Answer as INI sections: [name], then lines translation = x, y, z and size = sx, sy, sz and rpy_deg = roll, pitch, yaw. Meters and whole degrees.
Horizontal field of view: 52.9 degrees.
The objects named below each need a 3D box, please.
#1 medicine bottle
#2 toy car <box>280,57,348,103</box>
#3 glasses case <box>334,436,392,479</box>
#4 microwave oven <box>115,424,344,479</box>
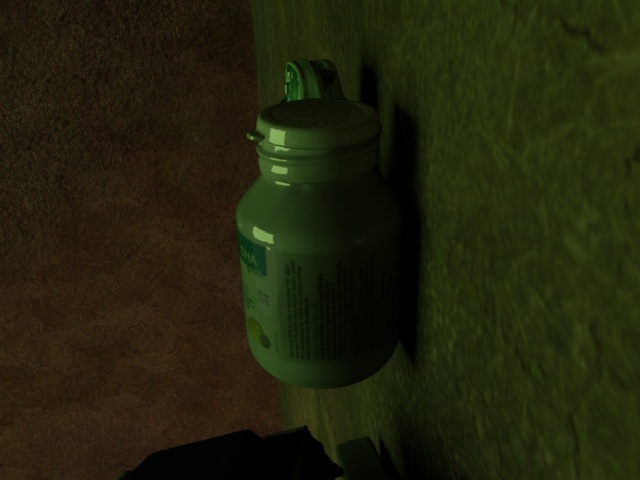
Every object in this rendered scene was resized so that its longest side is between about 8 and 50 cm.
[medicine bottle]
translation = 0.000, 0.000, 0.527
size = 0.135, 0.135, 0.215
rpy_deg = -111, 17, -62
[toy car]
translation = 0.011, -0.063, 0.629
size = 0.090, 0.076, 0.224
rpy_deg = -114, 12, -63
[glasses case]
translation = 0.059, 0.266, 0.611
size = 0.205, 0.047, 0.070
rpy_deg = -135, 31, -77
[microwave oven]
translation = -0.062, 0.308, 0.441
size = 0.355, 0.219, 0.286
rpy_deg = 38, -143, -87
